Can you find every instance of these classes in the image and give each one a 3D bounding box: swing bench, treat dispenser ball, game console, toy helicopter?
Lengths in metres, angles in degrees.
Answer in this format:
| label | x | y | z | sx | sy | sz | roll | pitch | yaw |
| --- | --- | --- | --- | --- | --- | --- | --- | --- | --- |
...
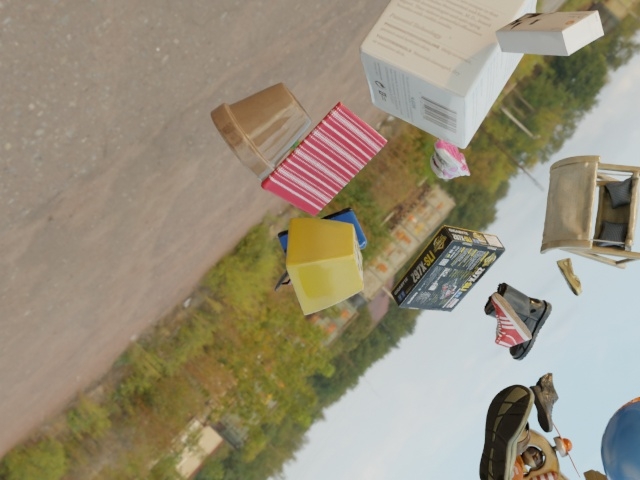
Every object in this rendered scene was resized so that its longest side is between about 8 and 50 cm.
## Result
| label | x | y | z | sx | sy | sz | roll | pitch | yaw |
| --- | --- | --- | --- | --- | --- | --- | --- | --- | --- |
| swing bench | 0.742 | -0.077 | 1.735 | 0.165 | 0.254 | 0.253 | 120 | -19 | -77 |
| treat dispenser ball | 0.797 | 0.497 | 1.491 | 0.288 | 0.288 | 0.288 | -46 | 177 | -3 |
| game console | 0.000 | 0.000 | 2.420 | 0.293 | 0.250 | 0.173 | -21 | 152 | -5 |
| toy helicopter | 0.700 | 0.691 | 1.935 | 0.235 | 0.355 | 0.140 | -52 | 171 | 8 |

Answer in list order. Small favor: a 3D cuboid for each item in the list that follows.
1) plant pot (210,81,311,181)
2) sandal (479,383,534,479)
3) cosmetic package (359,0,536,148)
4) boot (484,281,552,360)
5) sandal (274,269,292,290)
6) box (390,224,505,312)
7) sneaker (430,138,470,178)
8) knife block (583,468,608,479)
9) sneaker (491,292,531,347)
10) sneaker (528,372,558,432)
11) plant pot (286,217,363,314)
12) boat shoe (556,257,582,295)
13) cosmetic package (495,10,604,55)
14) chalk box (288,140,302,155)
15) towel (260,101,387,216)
| label | x | y | z | sx | sy | sz | roll | pitch | yaw |
| --- | --- | --- | --- | --- | --- | --- | --- | --- | --- |
| plant pot | -0.159 | -0.343 | 1.925 | 0.229 | 0.263 | 0.263 | -36 | 178 | 9 |
| sandal | 0.490 | 0.514 | 1.692 | 0.120 | 0.086 | 0.303 | 31 | -68 | 60 |
| cosmetic package | 0.362 | -0.541 | 1.824 | 0.394 | 0.327 | 0.329 | -57 | 161 | -8 |
| boot | 0.655 | 0.279 | 2.258 | 0.094 | 0.207 | 0.246 | -93 | -154 | -70 |
| sandal | -0.090 | 0.106 | 2.125 | 0.179 | 0.040 | 0.067 | -50 | -171 | 17 |
| box | 0.423 | 0.104 | 2.175 | 0.257 | 0.079 | 0.322 | 7 | 130 | -35 |
| sneaker | 0.427 | -0.267 | 2.223 | 0.111 | 0.103 | 0.252 | -21 | 154 | 20 |
| knife block | 0.762 | 0.745 | 1.640 | 0.275 | 0.088 | 0.242 | 13 | -118 | 50 |
| sneaker | 0.364 | 0.165 | 1.311 | 0.067 | 0.118 | 0.042 | -35 | -174 | 28 |
| sneaker | 0.683 | 0.485 | 1.952 | 0.089 | 0.170 | 0.051 | -3 | 150 | -21 |
| plant pot | 0.021 | 0.062 | 1.895 | 0.187 | 0.212 | 0.212 | -9 | -139 | 10 |
| boat shoe | 0.783 | 0.110 | 2.023 | 0.048 | 0.056 | 0.153 | -23 | -147 | 11 |
| cosmetic package | 0.502 | -0.463 | 1.450 | 0.099 | 0.060 | 0.239 | -33 | -155 | -8 |
| chalk box | -0.025 | -0.248 | 2.337 | 0.132 | 0.213 | 0.132 | -6 | 135 | -21 |
| towel | 0.008 | -0.185 | 1.550 | 0.275 | 0.031 | 0.199 | -44 | 139 | 16 |
